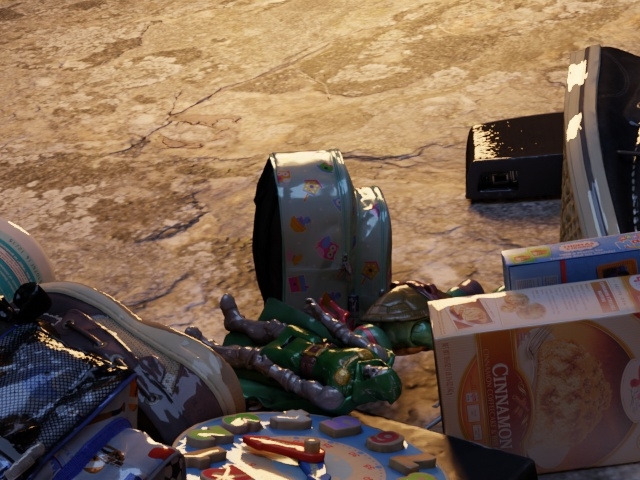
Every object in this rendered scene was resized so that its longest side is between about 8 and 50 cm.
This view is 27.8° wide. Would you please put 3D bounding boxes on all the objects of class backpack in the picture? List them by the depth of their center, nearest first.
[{"bbox_3d":[-0.221,0.218,0.864,0.213,0.276,0.263,24,42,30],"label":"backpack"},{"bbox_3d":[0.000,0.000,1.311,0.144,0.188,0.166,-9,24,-1],"label":"backpack"}]

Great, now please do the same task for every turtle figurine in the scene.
[{"bbox_3d":[0.094,0.092,1.181,0.234,0.118,0.175,-21,27,-38],"label":"turtle figurine"}]

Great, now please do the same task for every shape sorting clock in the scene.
[{"bbox_3d":[-0.007,0.164,0.943,0.206,0.040,0.206,4,16,-1],"label":"shape sorting clock"}]

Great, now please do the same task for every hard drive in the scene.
[{"bbox_3d":[0.306,-0.111,1.612,0.255,0.054,0.172,-5,25,9],"label":"hard drive"}]

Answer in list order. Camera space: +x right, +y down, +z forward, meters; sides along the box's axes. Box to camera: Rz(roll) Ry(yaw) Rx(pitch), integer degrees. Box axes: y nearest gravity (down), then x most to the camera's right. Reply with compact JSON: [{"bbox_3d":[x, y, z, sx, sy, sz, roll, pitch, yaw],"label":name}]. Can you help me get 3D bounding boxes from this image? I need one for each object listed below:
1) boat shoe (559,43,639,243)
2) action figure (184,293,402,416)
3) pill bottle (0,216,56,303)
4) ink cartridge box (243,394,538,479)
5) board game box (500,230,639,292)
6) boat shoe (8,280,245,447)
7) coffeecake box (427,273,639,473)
[{"bbox_3d":[0.323,-0.061,1.324,0.156,0.187,0.500,4,32,11],"label":"boat shoe"},{"bbox_3d":[-0.018,0.099,1.101,0.232,0.063,0.137,12,47,44],"label":"action figure"},{"bbox_3d":[-0.390,0.088,1.301,0.146,0.146,0.264,1,26,21],"label":"pill bottle"},{"bbox_3d":[-0.028,0.198,1.047,0.371,0.069,0.176,8,29,38],"label":"ink cartridge box"},{"bbox_3d":[0.267,0.072,1.100,0.211,0.160,0.039,-7,23,2],"label":"board game box"},{"bbox_3d":[-0.193,0.111,1.104,0.285,0.103,0.092,18,35,35],"label":"boat shoe"},{"bbox_3d":[0.189,0.113,1.056,0.185,0.142,0.068,-8,25,3],"label":"coffeecake box"}]
